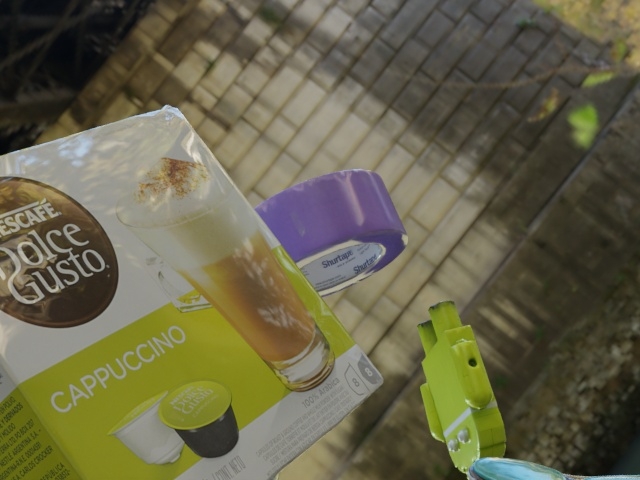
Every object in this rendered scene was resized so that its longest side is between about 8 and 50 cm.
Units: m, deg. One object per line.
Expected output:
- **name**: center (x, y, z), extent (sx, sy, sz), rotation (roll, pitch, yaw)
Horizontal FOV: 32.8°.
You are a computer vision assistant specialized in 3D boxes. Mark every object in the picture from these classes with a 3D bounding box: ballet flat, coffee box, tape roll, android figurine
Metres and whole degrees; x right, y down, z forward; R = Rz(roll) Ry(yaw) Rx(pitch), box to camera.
- **ballet flat**: center (0.296, 0.314, 1.281), extent (0.086, 0.248, 0.086), rotation (5, -90, -80)
- **coffee box**: center (-0.226, 0.133, 0.958), extent (0.338, 0.334, 0.337), rotation (-41, -7, 35)
- **tape roll**: center (0.000, 0.000, 1.245), extent (0.189, 0.080, 0.189), rotation (-21, -18, -7)
- **android figurine**: center (0.208, 0.236, 1.627), extent (0.056, 0.273, 0.248), rotation (-10, -19, -12)

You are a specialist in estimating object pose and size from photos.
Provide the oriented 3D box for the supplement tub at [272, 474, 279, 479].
- **supplement tub**: center (-0.151, 0.325, 1.746), extent (0.193, 0.193, 0.316), rotation (118, 168, -71)
